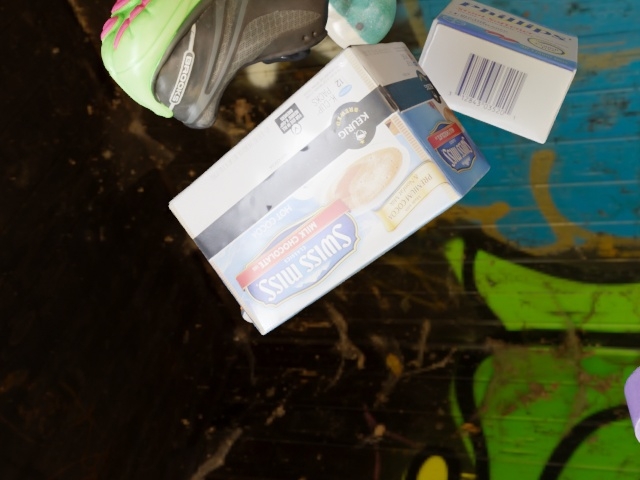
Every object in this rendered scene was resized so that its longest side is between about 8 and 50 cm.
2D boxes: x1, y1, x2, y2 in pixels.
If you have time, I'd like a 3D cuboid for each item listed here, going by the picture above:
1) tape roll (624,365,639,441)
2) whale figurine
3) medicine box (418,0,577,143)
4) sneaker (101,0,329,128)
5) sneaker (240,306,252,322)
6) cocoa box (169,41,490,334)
[{"bbox_3d":[0.588,0.259,1.206,0.080,0.189,0.189,-85,-19,-46],"label":"tape roll"},{"bbox_3d":[0.039,-0.485,1.415,0.272,0.141,0.216,48,-156,-27],"label":"whale figurine"},{"bbox_3d":[0.337,-0.337,1.455,0.289,0.263,0.149,-57,-14,-58],"label":"medicine box"},{"bbox_3d":[-0.063,-0.339,0.967,0.483,0.185,0.202,-47,-53,-9],"label":"sneaker"},{"bbox_3d":[-0.079,0.011,1.583,0.321,0.180,0.124,-49,-33,9],"label":"sneaker"},{"bbox_3d":[0.019,-0.074,1.050,0.228,0.347,0.231,54,-154,1],"label":"cocoa box"}]
